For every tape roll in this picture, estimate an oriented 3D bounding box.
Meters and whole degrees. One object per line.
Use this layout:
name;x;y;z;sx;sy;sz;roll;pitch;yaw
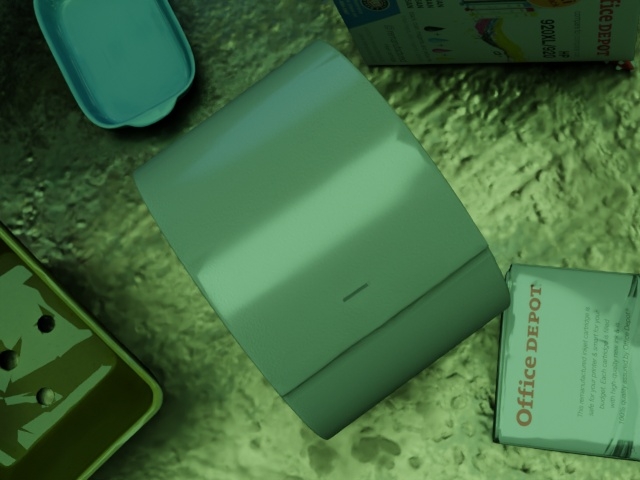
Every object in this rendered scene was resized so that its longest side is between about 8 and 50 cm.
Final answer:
tape roll;0.000;0.000;0.715;0.169;0.246;0.246;-35;77;-1

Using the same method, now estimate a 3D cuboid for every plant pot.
plant pot;-0.260;0.105;0.738;0.212;0.187;0.212;-44;94;-4

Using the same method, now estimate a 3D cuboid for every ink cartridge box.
ink cartridge box;0.138;-0.248;0.770;0.232;0.171;0.168;2;78;15
ink cartridge box;0.234;0.099;0.750;0.190;0.082;0.140;5;79;9

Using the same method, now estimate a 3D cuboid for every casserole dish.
casserole dish;-0.184;-0.182;0.877;0.114;0.037;0.188;-28;78;0

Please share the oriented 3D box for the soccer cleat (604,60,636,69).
soccer cleat;0.246;-0.182;0.832;0.035;0.029;0.083;-41;73;2
